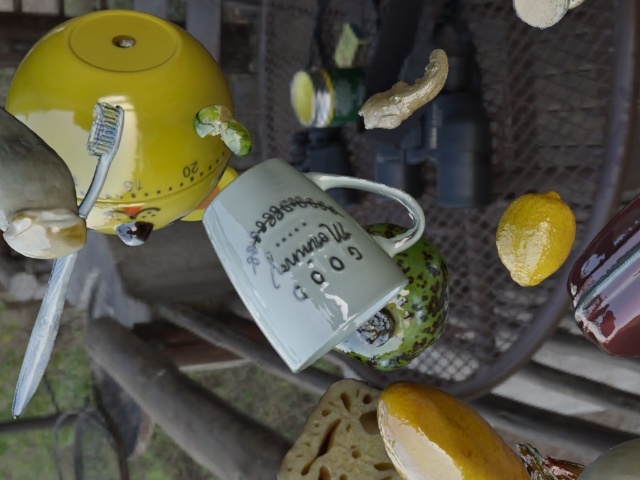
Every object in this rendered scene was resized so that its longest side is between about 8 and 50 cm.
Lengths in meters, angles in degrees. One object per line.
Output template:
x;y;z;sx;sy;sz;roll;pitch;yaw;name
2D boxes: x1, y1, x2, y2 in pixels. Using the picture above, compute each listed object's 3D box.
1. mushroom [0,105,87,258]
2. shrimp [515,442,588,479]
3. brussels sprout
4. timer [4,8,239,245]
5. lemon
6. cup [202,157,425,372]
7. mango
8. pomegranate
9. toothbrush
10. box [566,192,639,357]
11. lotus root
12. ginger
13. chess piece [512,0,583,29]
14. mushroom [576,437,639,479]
-0.342;-0.090;0.973;0.351;0.109;0.097;35;124;34;mushroom
0.475;0.468;1.733;0.294;0.154;0.062;41;179;10;shrimp
-0.119;-0.140;1.184;0.083;0.046;0.051;27;147;18;brussels sprout
-0.298;-0.144;1.452;0.386;0.376;0.376;101;153;-47;timer
0.397;-0.004;1.765;0.142;0.142;0.187;34;113;60;lemon
0.000;0.000;1.213;0.234;0.258;0.186;53;172;9;cup
0.131;0.221;0.950;0.227;0.109;0.147;49;-173;-20;mango
0.104;0.099;1.601;0.270;0.254;0.254;-58;-28;-73;pomegranate
-0.318;0.027;1.183;0.035;0.042;0.413;20;94;42;toothbrush
0.441;0.024;1.011;0.263;0.404;0.108;-53;50;36;box
0.104;0.450;1.721;0.316;0.316;0.250;56;169;47;lotus root
0.141;-0.232;1.508;0.069;0.173;0.051;53;175;42;ginger
0.268;-0.276;1.031;0.060;0.172;0.060;16;121;29;chess piece
0.364;0.368;1.071;0.315;0.356;0.315;18;-90;-86;mushroom
